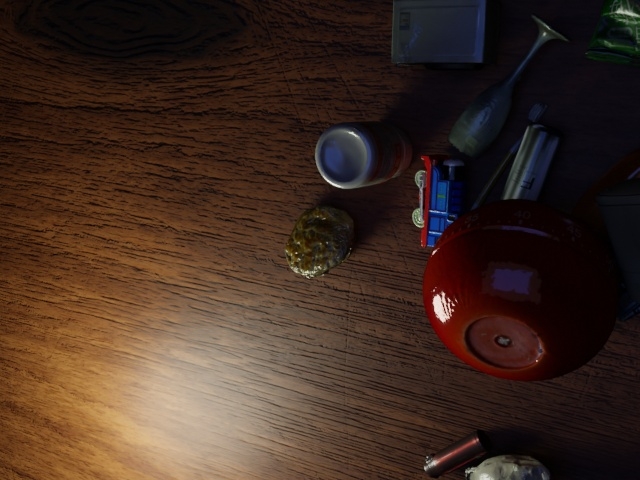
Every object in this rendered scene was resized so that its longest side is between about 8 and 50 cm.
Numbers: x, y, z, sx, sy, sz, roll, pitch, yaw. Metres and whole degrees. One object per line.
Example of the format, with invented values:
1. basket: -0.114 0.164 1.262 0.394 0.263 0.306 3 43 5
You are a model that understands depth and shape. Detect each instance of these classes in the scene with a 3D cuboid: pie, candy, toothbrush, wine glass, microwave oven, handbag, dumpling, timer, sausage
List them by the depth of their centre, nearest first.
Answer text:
1. handbag: 0.627 0.039 1.469 0.109 0.241 0.316 -26 100 -16
2. candy: 0.608 -0.443 1.585 0.141 0.078 0.203 19 117 35
3. timer: 0.389 0.105 1.601 0.377 0.279 0.378 16 139 15
4. sausage: 0.603 -0.087 1.606 0.258 0.133 0.133 -45 77 24
5. wine glass: 0.361 -0.296 1.622 0.096 0.264 0.310 37 112 6
6. microwave oven: 0.267 -0.444 1.725 0.204 0.129 0.163 7 102 26
7. toothbrush: 0.399 -0.173 1.755 0.024 0.021 0.288 42 113 28
8. dumpling: 0.426 0.552 1.778 0.247 0.142 0.173 -24 85 57
9. pie: 0.000 0.000 1.948 0.193 0.079 0.163 -23 78 27

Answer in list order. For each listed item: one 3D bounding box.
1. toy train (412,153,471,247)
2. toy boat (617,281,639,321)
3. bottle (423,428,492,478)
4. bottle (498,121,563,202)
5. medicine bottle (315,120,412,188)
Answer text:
1. toy train: 0.274 -0.084 1.786 0.131 0.082 0.204 10 103 40
2. toy boat: 0.683 0.080 1.605 0.246 0.093 0.103 -46 69 24
3. bottle: 0.310 0.493 1.867 0.164 0.060 0.060 -37 80 26
4. bottle: 0.427 -0.123 1.716 0.096 0.079 0.254 27 108 31
5. medicine bottle: 0.101 -0.191 1.774 0.144 0.252 0.145 5 102 24
